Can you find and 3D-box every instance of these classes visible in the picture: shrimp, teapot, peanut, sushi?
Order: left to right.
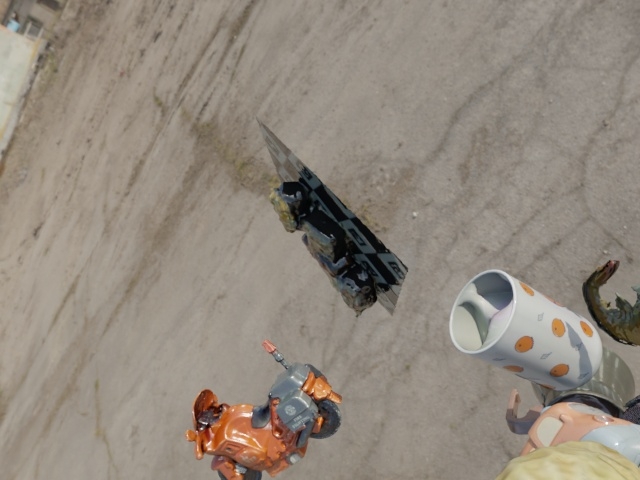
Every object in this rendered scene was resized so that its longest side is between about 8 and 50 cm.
[{"bbox_3d":[0.000,0.000,0.693,0.059,0.292,0.294,-39,69,-11],"label":"sushi"},{"bbox_3d":[0.787,0.508,1.433,0.376,0.362,0.305,-18,93,28],"label":"teapot"},{"bbox_3d":[0.248,0.257,0.436,0.136,0.298,0.120,-34,58,24],"label":"peanut"},{"bbox_3d":[0.601,0.103,0.881,0.058,0.253,0.173,-26,39,-22],"label":"shrimp"}]

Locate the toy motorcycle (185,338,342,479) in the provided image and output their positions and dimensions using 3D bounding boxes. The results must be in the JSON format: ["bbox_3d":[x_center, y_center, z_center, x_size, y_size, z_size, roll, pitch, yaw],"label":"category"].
[{"bbox_3d":[-0.122,0.344,0.873,0.326,0.221,0.148,-41,7,17],"label":"toy motorcycle"}]

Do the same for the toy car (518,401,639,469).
[{"bbox_3d":[0.454,0.405,0.796,0.270,0.181,0.212,-66,19,11],"label":"toy car"}]

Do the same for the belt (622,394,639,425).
[{"bbox_3d":[0.865,0.499,1.036,0.325,0.122,0.260,46,151,52],"label":"belt"}]

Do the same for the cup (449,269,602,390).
[{"bbox_3d":[0.508,0.232,1.110,0.212,0.318,0.212,-54,18,27],"label":"cup"}]
